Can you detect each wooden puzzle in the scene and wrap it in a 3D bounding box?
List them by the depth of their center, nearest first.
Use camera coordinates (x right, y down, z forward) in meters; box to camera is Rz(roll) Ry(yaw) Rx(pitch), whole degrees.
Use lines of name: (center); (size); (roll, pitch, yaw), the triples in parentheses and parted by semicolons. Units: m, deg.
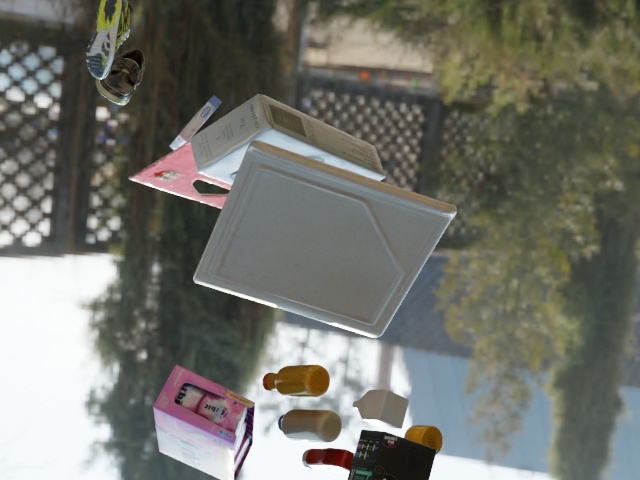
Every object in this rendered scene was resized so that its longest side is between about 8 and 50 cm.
wooden puzzle: (0.000, 0.000, 1.296); (0.221, 0.044, 0.238); (18, 137, -10)

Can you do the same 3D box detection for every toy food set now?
toy food set: (0.033, 0.237, 1.535); (0.232, 0.111, 0.104); (27, 160, -32)

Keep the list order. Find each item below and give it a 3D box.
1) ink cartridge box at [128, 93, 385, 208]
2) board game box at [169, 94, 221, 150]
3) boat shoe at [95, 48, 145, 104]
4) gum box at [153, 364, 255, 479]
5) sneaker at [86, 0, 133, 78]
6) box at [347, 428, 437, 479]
ink cartridge box: (-0.083, -0.087, 1.678); (0.239, 0.060, 0.275); (-30, 154, 27)
board game box: (-0.203, -0.189, 1.989); (0.020, 0.090, 0.090); (40, 164, -8)
boat shoe: (-0.283, -0.239, 1.754); (0.056, 0.049, 0.152); (31, -159, -16)
gum box: (-0.142, 0.228, 1.514); (0.107, 0.062, 0.188); (23, 154, 7)
sneaker: (-0.197, -0.194, 1.173); (0.031, 0.083, 0.035); (22, -168, 31)
box: (0.064, 0.227, 1.163); (0.062, 0.083, 0.052); (22, 165, -21)
